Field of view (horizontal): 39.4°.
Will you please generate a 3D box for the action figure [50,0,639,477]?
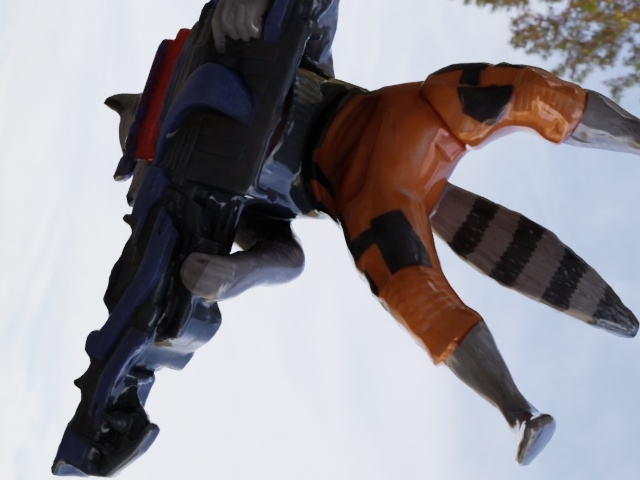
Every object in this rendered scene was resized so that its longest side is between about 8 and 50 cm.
[{"bbox_3d":[0.000,0.000,0.507,0.330,0.178,0.341,26,-90,28],"label":"action figure"}]
